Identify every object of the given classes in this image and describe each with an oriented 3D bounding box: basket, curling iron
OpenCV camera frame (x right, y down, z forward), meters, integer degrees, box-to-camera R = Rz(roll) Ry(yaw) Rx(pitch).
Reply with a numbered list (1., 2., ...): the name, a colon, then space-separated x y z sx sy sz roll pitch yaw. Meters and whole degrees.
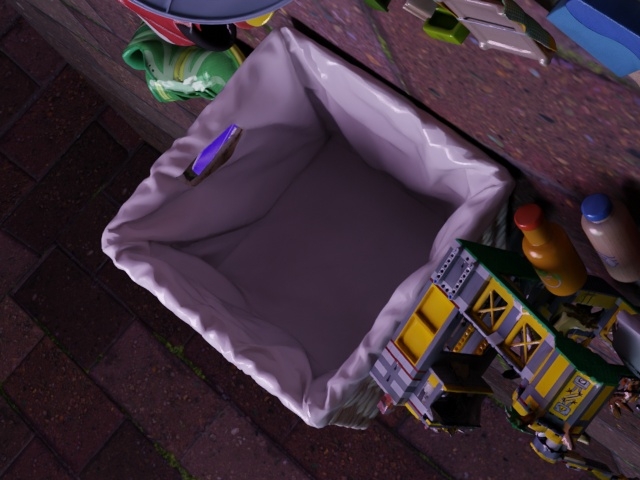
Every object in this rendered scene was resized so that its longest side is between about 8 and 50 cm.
1. basket: 0.000 0.000 1.096 0.331 0.328 0.266 37 175 18
2. curling iron: 0.239 0.011 1.086 0.068 0.035 0.274 33 172 19

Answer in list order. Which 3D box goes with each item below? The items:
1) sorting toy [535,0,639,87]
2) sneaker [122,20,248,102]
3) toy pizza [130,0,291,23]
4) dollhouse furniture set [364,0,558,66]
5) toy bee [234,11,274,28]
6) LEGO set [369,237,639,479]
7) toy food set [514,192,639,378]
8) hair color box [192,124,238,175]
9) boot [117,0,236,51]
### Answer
1. sorting toy: 0.153 -0.156 0.455 0.229 0.041 0.307 41 173 -6
2. sneaker: -0.177 -0.236 1.371 0.295 0.123 0.109 34 170 39
3. toy pizza: -0.075 -0.239 0.634 0.201 0.201 0.032 44 -156 -32
4. dollhouse furniture set: 0.094 -0.170 0.634 0.152 0.058 0.076 27 179 41
5. toy bee: -0.089 -0.256 0.744 0.195 0.162 0.298 55 -156 0
6. LEGO set: 0.211 0.148 0.913 0.331 0.192 0.255 6 -149 -49
7. toy food set: 0.263 0.035 0.758 0.104 0.111 0.232 47 -178 -42
8. hair color box: 0.004 -0.051 1.378 0.339 0.110 0.185 37 -159 16
9. boot: -0.216 -0.325 1.192 0.244 0.088 0.176 35 177 -35
